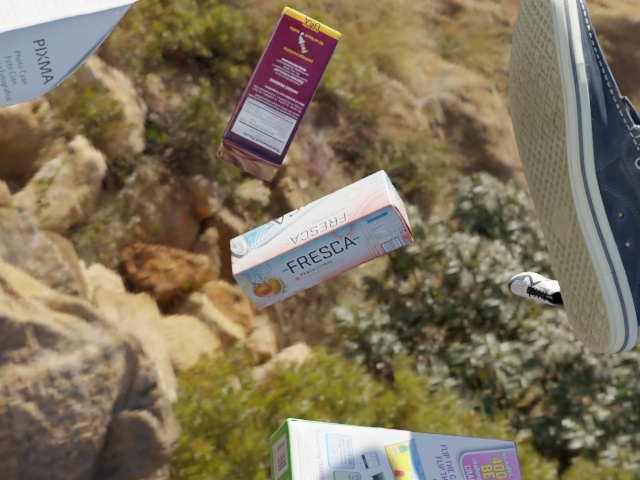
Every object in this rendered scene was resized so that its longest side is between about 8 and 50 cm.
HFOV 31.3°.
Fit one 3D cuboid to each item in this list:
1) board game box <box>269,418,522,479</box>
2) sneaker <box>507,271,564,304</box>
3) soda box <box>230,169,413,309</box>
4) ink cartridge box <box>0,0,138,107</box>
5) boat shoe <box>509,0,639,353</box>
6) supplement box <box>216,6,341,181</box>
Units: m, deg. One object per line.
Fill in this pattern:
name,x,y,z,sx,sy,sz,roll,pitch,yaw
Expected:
board game box,0.103,0.345,1.343,0.316,0.064,0.242,10,54,-22
sneaker,0.352,0.079,1.811,0.044,0.109,0.040,-55,150,-64
soda box,0.000,0.000,1.173,0.058,0.183,0.063,58,14,-36
ink cartridge box,-0.287,-0.269,1.220,0.308,0.385,0.091,-120,-159,-47
boat shoe,0.370,-0.105,1.506,0.187,0.156,0.500,165,-89,-77
supplement box,-0.054,-0.180,1.422,0.080,0.104,0.188,25,79,-5
